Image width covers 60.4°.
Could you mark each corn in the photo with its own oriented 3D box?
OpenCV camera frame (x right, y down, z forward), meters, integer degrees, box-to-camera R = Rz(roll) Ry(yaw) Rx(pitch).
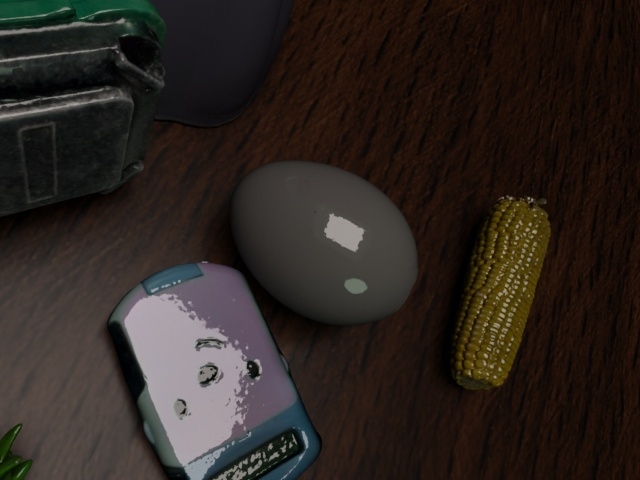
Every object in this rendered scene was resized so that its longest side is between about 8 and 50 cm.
[{"bbox_3d":[0.256,0.069,0.798,0.106,0.106,0.305,32,65,-14],"label":"corn"}]

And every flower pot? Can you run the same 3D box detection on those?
[{"bbox_3d":[-0.141,-0.301,0.648,0.265,0.243,0.265,9,70,-26],"label":"flower pot"}]

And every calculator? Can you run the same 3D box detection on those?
[{"bbox_3d":[-0.113,0.163,0.600,0.173,0.051,0.293,-22,83,-33],"label":"calculator"}]

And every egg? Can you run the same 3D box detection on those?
[{"bbox_3d":[0.000,0.000,0.645,0.232,0.176,0.176,29,61,-4],"label":"egg"}]

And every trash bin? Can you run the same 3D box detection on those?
[{"bbox_3d":[-0.352,-0.220,0.514,0.295,0.259,0.381,-21,75,-31],"label":"trash bin"}]

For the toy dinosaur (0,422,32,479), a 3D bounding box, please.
[{"bbox_3d":[-0.334,0.170,0.428,0.152,0.194,0.177,-46,117,-24],"label":"toy dinosaur"}]
